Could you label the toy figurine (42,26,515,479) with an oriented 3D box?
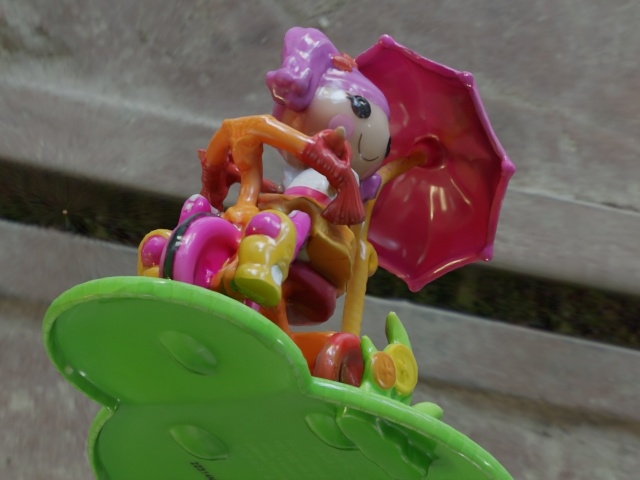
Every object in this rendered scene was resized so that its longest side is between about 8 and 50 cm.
[{"bbox_3d":[0.000,0.000,0.522,0.173,0.130,0.159,50,42,-41],"label":"toy figurine"}]
